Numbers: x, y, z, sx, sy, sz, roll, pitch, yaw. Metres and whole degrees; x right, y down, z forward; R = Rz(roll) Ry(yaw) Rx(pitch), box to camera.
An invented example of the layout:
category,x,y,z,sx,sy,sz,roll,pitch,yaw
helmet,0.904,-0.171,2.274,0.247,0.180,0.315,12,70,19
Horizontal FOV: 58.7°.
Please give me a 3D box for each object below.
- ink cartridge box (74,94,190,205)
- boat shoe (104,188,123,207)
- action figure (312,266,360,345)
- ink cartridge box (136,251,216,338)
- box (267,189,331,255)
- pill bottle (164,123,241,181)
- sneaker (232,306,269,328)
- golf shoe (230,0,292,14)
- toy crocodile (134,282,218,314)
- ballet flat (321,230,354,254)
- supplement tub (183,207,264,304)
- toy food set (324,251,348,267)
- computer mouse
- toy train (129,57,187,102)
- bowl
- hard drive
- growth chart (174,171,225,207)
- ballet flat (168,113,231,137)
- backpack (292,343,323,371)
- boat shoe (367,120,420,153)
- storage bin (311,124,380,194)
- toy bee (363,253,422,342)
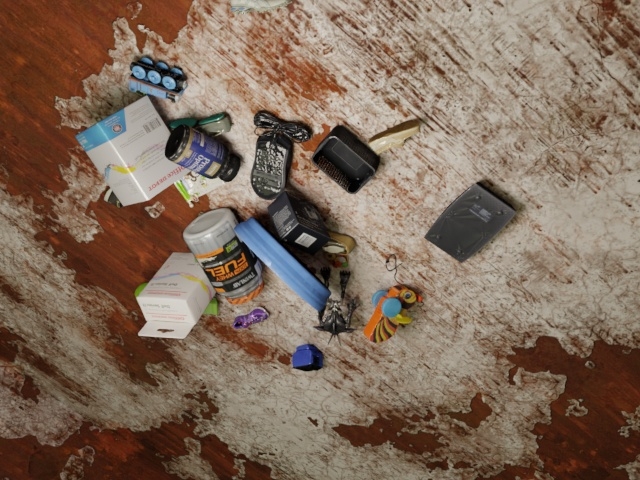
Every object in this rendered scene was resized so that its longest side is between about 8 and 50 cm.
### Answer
category,x,y,z,sx,sy,sz,roll,pitch,yaw
ink cartridge box,-0.590,-0.278,1.808,0.197,0.198,0.270,-5,121,48
boat shoe,-0.700,-0.201,2.021,0.069,0.081,0.228,34,135,-11
action figure,0.059,0.235,2.048,0.164,0.141,0.275,5,110,12
ink cartridge box,-0.512,0.190,2.060,0.207,0.353,0.119,0,124,17
box,-0.069,-0.056,1.823,0.093,0.158,0.156,-43,137,22
pill bottle,-0.366,-0.267,1.793,0.219,0.122,0.123,24,135,-38
sneaker,-0.276,0.317,2.254,0.170,0.071,0.068,-24,114,30
golf shoe,-0.166,-0.658,1.529,0.176,0.069,0.086,2,119,16
toy crocodile,-0.571,0.234,2.269,0.341,0.105,0.115,15,128,7
ballet flat,0.000,0.000,1.937,0.232,0.073,0.080,10,126,11
supplement tub,-0.331,0.060,2.012,0.194,0.193,0.316,-12,120,25
toy food set,0.059,0.064,1.996,0.083,0.020,0.083,-11,120,25
computer mouse,-0.141,-0.260,1.807,0.188,0.072,0.272,20,116,6
toy train,-0.500,-0.489,1.752,0.184,0.080,0.105,19,137,1
bowl,-0.118,0.069,1.864,0.391,0.391,0.077,44,88,-15
hard drive,0.459,-0.058,1.759,0.172,0.054,0.254,33,128,-6
growth chart,-0.418,-0.227,1.945,0.237,0.021,0.172,-26,112,30
ballet flat,-0.384,-0.355,1.811,0.213,0.072,0.068,-3,128,20
backpack,-0.043,0.472,2.273,0.098,0.101,0.120,-10,153,28
boat shoe,0.223,-0.299,1.664,0.170,0.063,0.059,-14,122,37
storage bin,0.077,-0.245,1.731,0.180,0.084,0.122,39,127,-10
toy bee,0.270,0.221,1.955,0.162,0.195,0.298,15,120,-23
